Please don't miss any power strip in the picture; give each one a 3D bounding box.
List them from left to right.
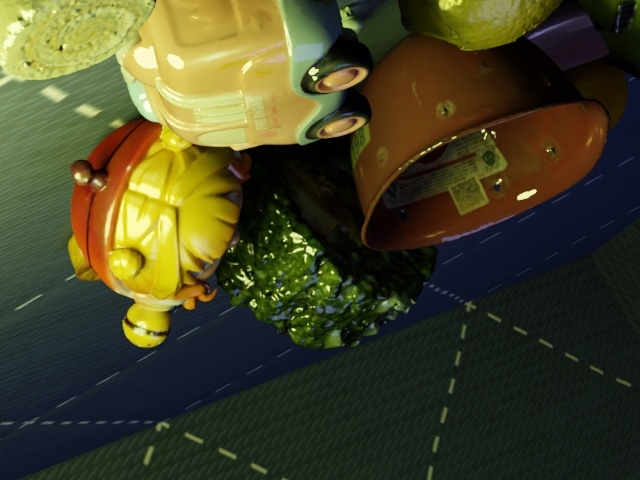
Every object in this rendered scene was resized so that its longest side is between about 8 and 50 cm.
[{"bbox_3d":[0.017,-0.246,1.845,0.055,0.035,0.083,-18,177,-36],"label":"power strip"}]

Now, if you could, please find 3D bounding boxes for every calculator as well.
[{"bbox_3d":[0.382,-0.305,2.309,0.330,0.048,0.220,-21,167,-19],"label":"calculator"}]

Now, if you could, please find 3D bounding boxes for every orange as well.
[{"bbox_3d":[0.409,-0.223,2.481,0.159,0.136,0.159,-29,169,-6],"label":"orange"}]

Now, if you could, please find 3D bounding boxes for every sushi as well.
[{"bbox_3d":[0.000,0.000,2.159,0.178,0.294,0.352,-39,164,30],"label":"sushi"}]

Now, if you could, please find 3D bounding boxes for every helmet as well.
[{"bbox_3d":[0.174,-0.164,2.018,0.337,0.230,0.385,-18,159,-10],"label":"helmet"}]

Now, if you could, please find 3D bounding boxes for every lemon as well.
[{"bbox_3d":[0.174,-0.290,1.647,0.193,0.180,0.180,-6,166,0],"label":"lemon"}]

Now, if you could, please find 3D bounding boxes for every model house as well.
[{"bbox_3d":[0.472,-0.311,2.110,0.194,0.211,0.170,-17,166,-35],"label":"model house"}]

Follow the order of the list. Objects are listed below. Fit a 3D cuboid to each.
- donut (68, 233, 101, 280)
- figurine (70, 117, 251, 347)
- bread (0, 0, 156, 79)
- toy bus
[{"bbox_3d":[-0.272,0.001,2.131,0.152,0.058,0.152,-26,166,-7],"label":"donut"},{"bbox_3d":[-0.187,-0.036,1.859,0.323,0.196,0.320,89,21,-84],"label":"figurine"},{"bbox_3d":[-0.210,-0.219,1.226,0.134,0.141,0.148,-9,156,-45],"label":"bread"},{"bbox_3d":[-0.079,-0.191,1.511,0.232,0.194,0.287,-18,167,-6],"label":"toy bus"}]
